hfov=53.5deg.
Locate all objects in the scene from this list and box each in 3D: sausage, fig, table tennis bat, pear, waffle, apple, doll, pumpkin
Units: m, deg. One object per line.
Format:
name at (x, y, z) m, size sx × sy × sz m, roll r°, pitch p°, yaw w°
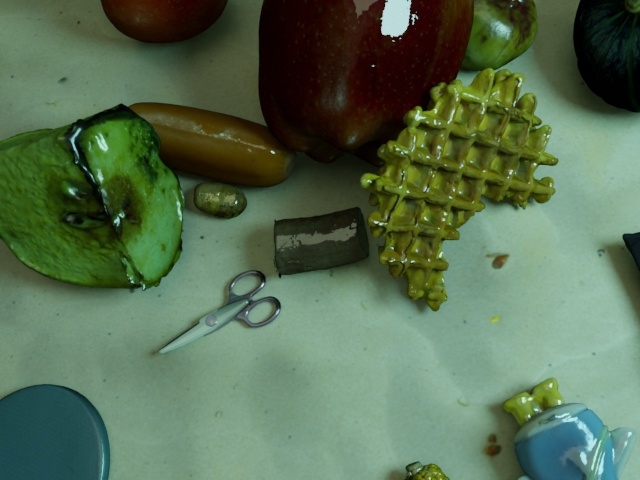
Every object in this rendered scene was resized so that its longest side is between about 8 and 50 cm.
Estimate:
sausage at (-0.169, -0.142, 0.934) m, size 0.275 × 0.105 × 0.105 m, roll 14°, pitch 72°, yaw 11°
fig at (0.242, -0.322, 0.939) m, size 0.153 × 0.120 × 0.135 m, roll 15°, pitch 67°, yaw 14°
table tennis bat at (-0.398, 0.346, 0.813) m, size 0.215 × 0.044 × 0.328 m, roll 17°, pitch 70°, yaw 12°
pear at (-0.340, -0.046, 0.892) m, size 0.256 × 0.238 × 0.164 m, roll -10°, pitch 26°, yaw 26°
waffle at (0.170, -0.076, 0.803) m, size 0.293 × 0.259 × 0.069 m, roll -42°, pitch 36°, yaw -12°
apple at (-0.249, -0.423, 0.994) m, size 0.202 × 0.218 × 0.218 m, roll -16°, pitch 68°, yaw -1°
apple at (0.053, -0.263, 0.856) m, size 0.289 × 0.288 × 0.316 m, roll 9°, pitch 90°, yaw 11°
doll at (0.299, 0.277, 0.715) m, size 0.135 × 0.098 × 0.240 m, roll -17°, pitch 67°, yaw -24°
pumpkin at (0.483, -0.288, 0.861) m, size 0.248 × 0.248 × 0.247 m, roll -3°, pitch 69°, yaw 7°

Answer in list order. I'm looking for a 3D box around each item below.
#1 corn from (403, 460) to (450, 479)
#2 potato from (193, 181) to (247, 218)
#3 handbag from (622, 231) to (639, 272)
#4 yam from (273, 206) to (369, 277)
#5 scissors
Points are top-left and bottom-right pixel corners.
corn at (0.155, 0.350, 0.722) m, size 0.068 × 0.068 × 0.207 m, roll -27°, pitch 67°, yaw -3°
potato at (-0.148, -0.060, 0.933) m, size 0.083 × 0.040 × 0.051 m, roll 15°, pitch 72°, yaw 12°
handbag at (0.528, 0.065, 0.772) m, size 0.255 × 0.088 × 0.210 m, roll -9°, pitch 66°, yaw 0°
yam at (0.000, 0.001, 0.871) m, size 0.127 × 0.084 × 0.084 m, roll -10°, pitch 68°, yaw 7°
scissors at (-0.143, 0.110, 0.877) m, size 0.176 × 0.022 × 0.085 m, roll -30°, pitch 69°, yaw -7°
